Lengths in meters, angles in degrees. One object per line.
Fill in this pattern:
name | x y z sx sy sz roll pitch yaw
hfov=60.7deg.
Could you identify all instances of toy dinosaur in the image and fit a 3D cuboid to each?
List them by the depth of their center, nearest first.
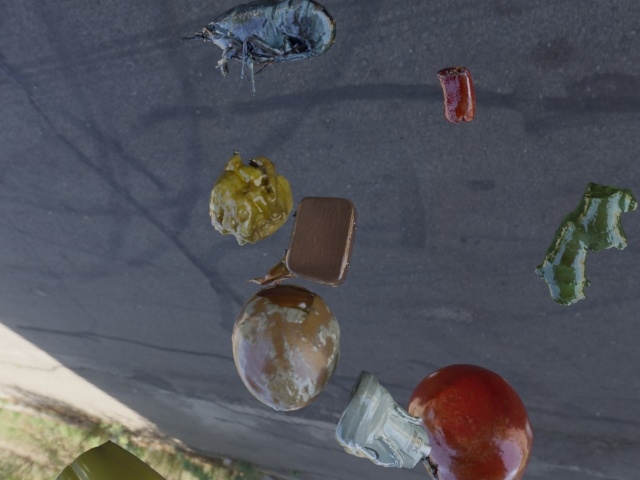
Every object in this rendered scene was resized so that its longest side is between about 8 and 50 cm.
toy dinosaur | -0.122 0.103 1.464 0.212 0.142 0.057 -34 99 13

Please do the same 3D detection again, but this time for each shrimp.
shrimp | -0.140 -0.383 1.076 0.372 0.172 0.137 -3 142 36

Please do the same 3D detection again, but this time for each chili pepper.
chili pepper | 0.297 -0.314 1.189 0.073 0.070 0.123 -10 121 10

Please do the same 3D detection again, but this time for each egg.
egg | -0.059 0.182 0.952 0.195 0.233 0.195 0 129 0

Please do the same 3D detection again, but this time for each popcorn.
popcorn | -0.164 -0.097 1.335 0.190 0.253 0.191 11 149 0

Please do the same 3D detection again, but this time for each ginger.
ginger | 0.587 0.006 1.209 0.137 0.290 0.089 33 -169 1

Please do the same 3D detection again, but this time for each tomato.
tomato | 0.379 0.486 1.409 0.290 0.325 0.293 -25 133 -6

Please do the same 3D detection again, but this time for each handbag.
handbag | 0.000 0.000 1.224 0.151 0.193 0.072 7 169 11

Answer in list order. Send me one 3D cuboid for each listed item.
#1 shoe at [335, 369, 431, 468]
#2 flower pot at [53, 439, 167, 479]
shoe | 0.124 0.346 0.992 0.159 0.124 0.316 21 155 17
flower pot | -0.399 0.489 1.028 0.179 0.195 0.195 39 150 15
